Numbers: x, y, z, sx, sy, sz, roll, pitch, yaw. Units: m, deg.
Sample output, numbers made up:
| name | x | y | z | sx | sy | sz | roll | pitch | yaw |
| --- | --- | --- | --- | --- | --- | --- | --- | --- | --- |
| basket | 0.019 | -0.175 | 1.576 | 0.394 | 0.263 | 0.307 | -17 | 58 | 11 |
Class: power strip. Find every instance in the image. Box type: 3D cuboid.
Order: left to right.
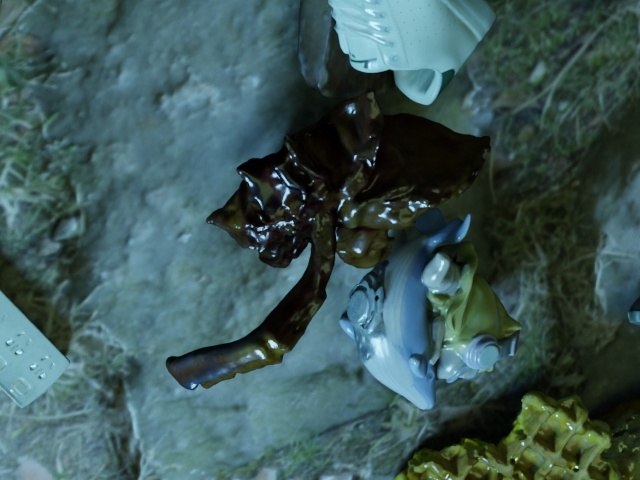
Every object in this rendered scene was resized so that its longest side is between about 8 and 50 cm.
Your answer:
| name | x | y | z | sx | sy | sz | roll | pitch | yaw |
| --- | --- | --- | --- | --- | --- | --- | --- | --- | --- |
| power strip | -0.299 | 0.055 | 1.690 | 0.060 | 0.027 | 0.253 | -43 | 127 | -6 |

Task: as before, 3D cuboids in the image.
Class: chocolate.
| name | x | y | z | sx | sy | sz | roll | pitch | yaw |
| --- | --- | --- | --- | --- | --- | --- | --- | --- | --- |
| chocolate | 0.042 | -0.256 | 1.713 | 0.157 | 0.080 | 0.254 | -13 | 121 | -41 |

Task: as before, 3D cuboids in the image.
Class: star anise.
| name | x | y | z | sx | sy | sz | roll | pitch | yaw |
| --- | --- | --- | --- | --- | --- | --- | --- | --- | --- |
| star anise | -0.009 | -0.005 | 1.748 | 0.346 | 0.148 | 0.237 | -45 | 159 | -5 |

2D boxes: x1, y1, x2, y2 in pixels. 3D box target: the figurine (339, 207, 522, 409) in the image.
| name | x | y | z | sx | sy | sz | roll | pitch | yaw |
| --- | --- | --- | --- | --- | --- | --- | --- | --- | --- |
| figurine | 0.108 | 0.061 | 1.879 | 0.184 | 0.128 | 0.208 | -1 | 109 | -33 |

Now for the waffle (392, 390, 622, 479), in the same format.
| name | x | y | z | sx | sy | sz | roll | pitch | yaw |
| --- | --- | --- | --- | --- | --- | --- | --- | --- | --- |
| waffle | 0.180 | 0.269 | 2.023 | 0.253 | 0.056 | 0.249 | 0 | 107 | -8 |

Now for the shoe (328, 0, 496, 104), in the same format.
| name | x | y | z | sx | sy | sz | roll | pitch | yaw |
| --- | --- | --- | --- | --- | --- | --- | --- | --- | --- |
| shoe | 0.052 | -0.192 | 1.626 | 0.265 | 0.095 | 0.110 | 25 | 94 | -52 |

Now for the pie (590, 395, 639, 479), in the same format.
| name | x | y | z | sx | sy | sz | roll | pitch | yaw |
| --- | --- | --- | --- | --- | --- | --- | --- | --- | --- |
| pie | 0.354 | 0.285 | 2.155 | 0.308 | 0.085 | 0.308 | -13 | 119 | -24 |

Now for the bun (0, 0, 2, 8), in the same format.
| name | x | y | z | sx | sy | sz | roll | pitch | yaw |
| --- | --- | --- | --- | --- | --- | --- | --- | --- | --- |
| bun | -0.345 | -0.207 | 1.462 | 0.239 | 0.141 | 0.239 | -10 | 137 | -10 |

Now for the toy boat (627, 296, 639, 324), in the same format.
| name | x | y | z | sx | sy | sz | roll | pitch | yaw |
| --- | --- | --- | --- | --- | --- | --- | --- | --- | --- |
| toy boat | 0.422 | 0.099 | 2.107 | 0.260 | 0.078 | 0.085 | 13 | 82 | -36 |
